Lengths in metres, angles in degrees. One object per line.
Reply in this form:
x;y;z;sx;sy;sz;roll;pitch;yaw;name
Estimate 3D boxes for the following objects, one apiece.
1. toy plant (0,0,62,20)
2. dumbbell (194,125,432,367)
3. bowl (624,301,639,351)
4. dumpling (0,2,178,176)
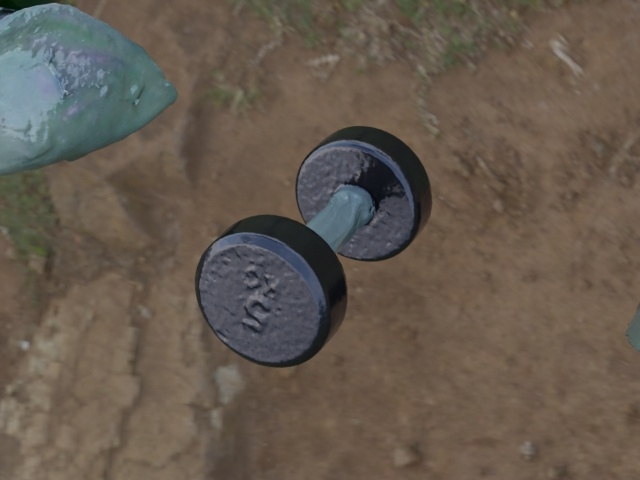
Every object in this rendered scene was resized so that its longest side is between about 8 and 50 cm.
-0.291;-0.293;1.453;0.112;0.243;0.233;3;58;9;toy plant
0.000;0.000;1.051;0.100;0.191;0.100;13;122;22;dumbbell
0.348;0.045;1.168;0.211;0.211;0.112;19;106;26;bowl
-0.222;-0.120;1.268;0.216;0.149;0.105;-13;80;-14;dumpling
